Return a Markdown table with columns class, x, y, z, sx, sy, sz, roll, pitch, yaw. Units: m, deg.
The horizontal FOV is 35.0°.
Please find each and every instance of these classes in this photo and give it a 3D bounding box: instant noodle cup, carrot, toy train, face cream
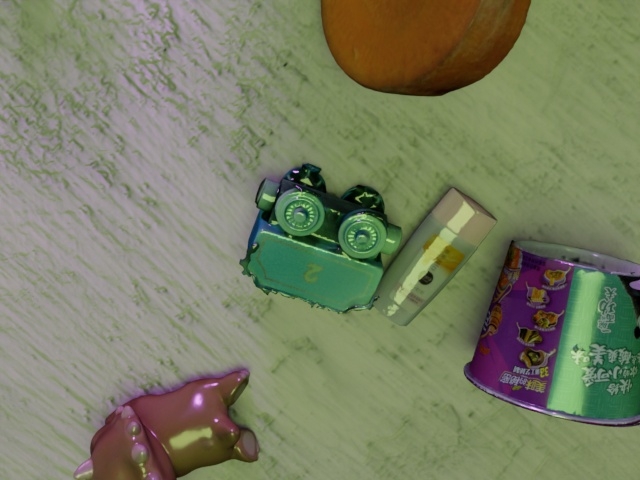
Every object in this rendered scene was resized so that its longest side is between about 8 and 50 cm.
| class | x | y | z | sx | sy | sz | roll | pitch | yaw |
| --- | --- | --- | --- | --- | --- | --- | --- | --- | --- |
| instant noodle cup | 0.330 | 0.112 | 1.343 | 0.251 | 0.251 | 0.190 | 10 | 99 | -4 |
| carrot | 0.126 | -0.318 | 1.198 | 0.258 | 0.100 | 0.307 | 40 | 122 | 29 |
| toy train | 0.000 | 0.000 | 1.361 | 0.203 | 0.112 | 0.163 | 19 | 113 | -7 |
| face cream | 0.152 | 0.026 | 1.396 | 0.084 | 0.057 | 0.198 | 34 | 105 | -12 |

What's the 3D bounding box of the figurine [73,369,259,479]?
| class | x | y | z | sx | sy | sz | roll | pitch | yaw |
| --- | --- | --- | --- | --- | --- | --- | --- | --- | --- |
| figurine | -0.215 | 0.301 | 1.422 | 0.247 | 0.173 | 0.177 | -6 | 108 | 1 |
